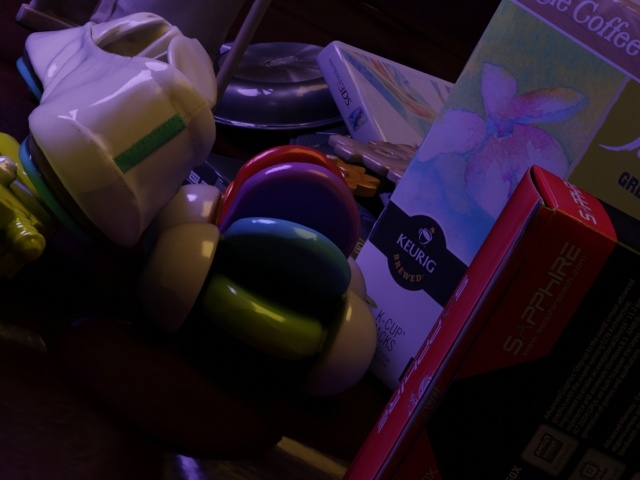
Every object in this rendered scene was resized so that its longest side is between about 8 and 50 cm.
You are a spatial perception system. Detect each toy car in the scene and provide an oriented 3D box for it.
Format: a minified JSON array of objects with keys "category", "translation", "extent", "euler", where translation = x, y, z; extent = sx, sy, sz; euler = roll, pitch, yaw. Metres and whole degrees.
[{"category":"toy car","translation":[-0.028,0.006,0.942],"extent":[0.159,0.136,0.182],"euler":[26,16,-12]}]

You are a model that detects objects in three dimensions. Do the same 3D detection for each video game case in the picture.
[{"category":"video game case","translation":[0.164,-0.044,1.413],"extent":[0.329,0.036,0.300],"euler":[11,46,-47]}]

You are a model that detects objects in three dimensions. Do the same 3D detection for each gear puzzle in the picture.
[{"category":"gear puzzle","translation":[0.101,-0.036,1.204],"extent":[0.339,0.044,0.175],"euler":[4,21,-43]}]

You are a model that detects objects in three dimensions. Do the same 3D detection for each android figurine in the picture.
[{"category":"android figurine","translation":[-0.252,-0.072,0.858],"extent":[0.273,0.056,0.248],"euler":[42,0,44]}]

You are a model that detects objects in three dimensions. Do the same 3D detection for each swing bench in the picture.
[{"category":"swing bench","translation":[-0.149,-0.249,1.304],"extent":[0.165,0.253,0.255],"euler":[23,18,-23]}]

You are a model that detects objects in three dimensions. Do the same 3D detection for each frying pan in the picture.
[{"category":"frying pan","translation":[-0.052,-0.190,1.522],"extent":[0.197,0.053,0.326],"euler":[-5,27,-9]}]

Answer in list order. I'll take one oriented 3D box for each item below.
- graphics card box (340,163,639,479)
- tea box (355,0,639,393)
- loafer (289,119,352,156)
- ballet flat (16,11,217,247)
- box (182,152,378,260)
[{"category":"graphics card box","translation":[0.216,0.145,0.768],"extent":[0.371,0.233,0.094],"euler":[27,16,-7]},{"category":"tea box","translation":[0.231,0.030,0.981],"extent":[0.220,0.323,0.329],"euler":[12,23,-47]},{"category":"loafer","translation":[0.037,-0.097,1.464],"extent":[0.096,0.084,0.267],"euler":[7,27,16]},{"category":"ballet flat","translation":[-0.135,-0.098,1.007],"extent":[0.139,0.139,0.400],"euler":[25,9,-16]},{"category":"box","translation":[0.000,0.000,1.179],"extent":[0.184,0.045,0.190],"euler":[15,21,-48]}]
